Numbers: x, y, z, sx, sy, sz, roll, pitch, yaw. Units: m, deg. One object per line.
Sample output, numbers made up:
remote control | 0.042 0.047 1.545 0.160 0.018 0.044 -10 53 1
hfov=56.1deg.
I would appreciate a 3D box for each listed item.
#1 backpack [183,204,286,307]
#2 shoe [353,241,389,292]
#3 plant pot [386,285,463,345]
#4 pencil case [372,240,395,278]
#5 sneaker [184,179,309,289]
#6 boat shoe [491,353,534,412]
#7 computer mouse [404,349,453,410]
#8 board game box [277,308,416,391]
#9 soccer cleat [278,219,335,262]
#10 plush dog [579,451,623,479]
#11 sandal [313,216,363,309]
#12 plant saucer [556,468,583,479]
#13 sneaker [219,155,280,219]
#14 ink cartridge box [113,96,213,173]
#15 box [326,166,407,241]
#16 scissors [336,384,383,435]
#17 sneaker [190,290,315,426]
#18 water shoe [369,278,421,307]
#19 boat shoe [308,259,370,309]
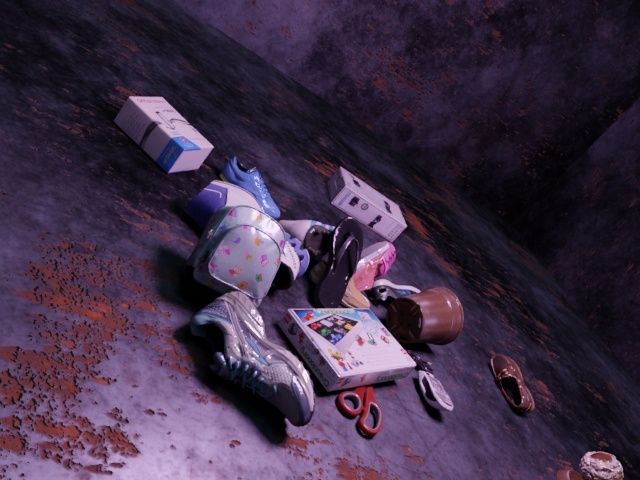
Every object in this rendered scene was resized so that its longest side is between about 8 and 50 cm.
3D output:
backpack | -0.158 0.023 1.187 0.165 0.144 0.189 30 69 -23
shoe | 0.130 0.077 1.652 0.063 0.178 0.081 5 -56 58
plant pot | 0.276 0.212 1.641 0.165 0.167 0.167 1 44 -46
pencil case | 0.166 0.060 1.794 0.209 0.098 0.095 -25 112 -74
sneaker | -0.162 0.005 1.345 0.315 0.127 0.182 38 20 -10
boat shoe | 0.574 0.424 1.818 0.073 0.073 0.207 26 26 -36
computer mouse | 0.266 0.357 1.492 0.106 0.042 0.193 34 17 -28
board game box | 0.067 0.235 1.351 0.305 0.053 0.193 8 34 -50
soccer cleat | 0.000 0.000 1.641 0.143 0.116 0.331 19 -2 30
plush dog | 0.709 0.682 1.445 0.262 0.211 0.225 30 44 28
sandal | 0.060 0.058 1.507 0.097 0.054 0.255 31 63 -28
plant saucer | 0.706 0.682 1.606 0.168 0.029 0.168 35 23 -17
sneaker | -0.182 -0.145 1.659 0.209 0.082 0.069 43 20 1
ink cartridge box | -0.399 -0.273 1.539 0.203 0.086 0.148 44 22 6
box | 0.168 -0.131 2.189 0.289 0.087 0.169 30 24 -23
scissors | 0.104 0.323 1.324 0.109 0.021 0.297 36 20 2
sneaker | -0.128 0.224 1.058 0.122 0.110 0.283 -21 60 -46
water shoe | 0.222 0.174 1.750 0.203 0.073 0.080 17 50 -34
boat shoe | 0.062 0.120 1.562 0.190 0.072 0.068 34 23 -16
